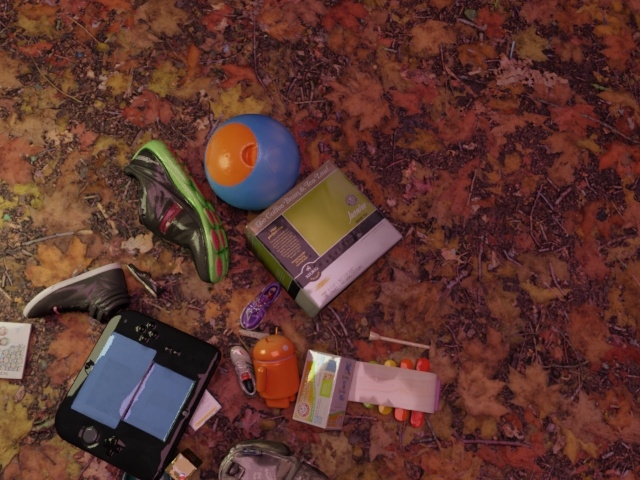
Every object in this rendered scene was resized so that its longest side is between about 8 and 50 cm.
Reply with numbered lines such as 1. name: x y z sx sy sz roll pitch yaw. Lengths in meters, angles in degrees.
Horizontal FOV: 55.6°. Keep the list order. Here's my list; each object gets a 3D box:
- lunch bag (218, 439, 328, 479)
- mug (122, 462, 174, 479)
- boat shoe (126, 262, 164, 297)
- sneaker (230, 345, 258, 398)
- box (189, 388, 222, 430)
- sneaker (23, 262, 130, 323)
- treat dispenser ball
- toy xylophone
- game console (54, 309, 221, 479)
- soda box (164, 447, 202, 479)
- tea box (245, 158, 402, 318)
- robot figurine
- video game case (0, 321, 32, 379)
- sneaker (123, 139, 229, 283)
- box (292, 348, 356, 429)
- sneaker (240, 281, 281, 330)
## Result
1. lunch bag: -0.144 0.631 1.581 0.256 0.305 0.212 31 73 1
2. mug: -0.463 0.661 1.641 0.130 0.097 0.157 0 76 -7
3. boat shoe: -0.523 0.113 1.810 0.133 0.049 0.042 42 69 3
4. sneaker: -0.218 0.379 1.758 0.057 0.075 0.161 -18 78 -11
5. box: -0.397 0.419 1.734 0.100 0.060 0.244 -41 83 -14
6. sneaker: -0.686 0.187 1.738 0.296 0.104 0.146 -25 74 -17
7. treat dispenser ball: -0.203 -0.234 1.818 0.289 0.288 0.287 2 75 -6
8. toy xylophone: 0.215 0.407 1.800 0.323 0.081 0.236 18 74 -2
9. game console: -0.498 0.407 1.651 0.342 0.060 0.386 20 72 16
10. soda box: -0.363 0.603 1.625 0.061 0.181 0.058 41 75 5
11. tea box: 0.000 0.000 1.813 0.329 0.220 0.323 -39 84 -15
12. robot figurine: -0.126 0.365 1.727 0.158 0.128 0.219 -12 100 -26
13. video game case: -0.907 0.311 1.724 0.143 0.019 0.157 5 74 -6
14. sneaker: -0.430 -0.068 1.827 0.202 0.185 0.482 -32 77 4
15. box: 0.012 0.425 1.727 0.114 0.103 0.203 6 77 31
16. sneaker: -0.181 0.190 1.817 0.068 0.071 0.169 34 74 3
